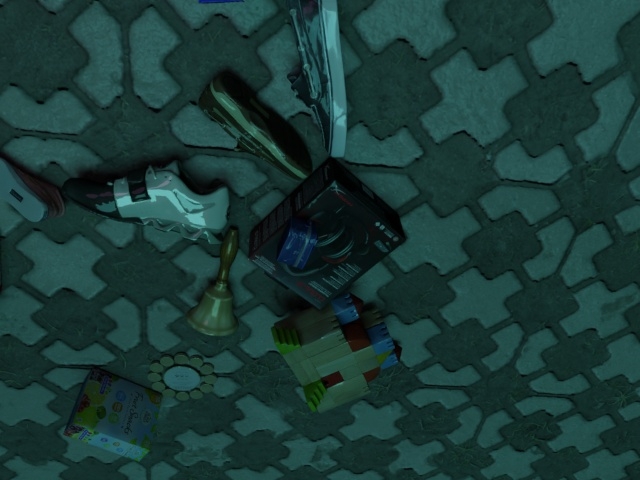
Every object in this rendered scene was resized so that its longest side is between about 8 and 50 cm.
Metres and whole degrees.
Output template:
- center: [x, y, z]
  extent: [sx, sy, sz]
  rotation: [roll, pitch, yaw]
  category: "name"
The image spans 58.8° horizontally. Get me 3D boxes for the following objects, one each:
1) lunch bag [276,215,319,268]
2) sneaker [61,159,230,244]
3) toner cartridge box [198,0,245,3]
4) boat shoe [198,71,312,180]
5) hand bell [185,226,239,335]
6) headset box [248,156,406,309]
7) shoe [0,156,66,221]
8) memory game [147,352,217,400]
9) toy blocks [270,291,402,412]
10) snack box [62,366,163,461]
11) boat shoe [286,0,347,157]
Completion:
- center: [-0.041, 0.002, 1.117]
  extent: [0.065, 0.067, 0.098]
  rotation: [19, 120, -13]
  category: "lunch bag"
- center: [-0.342, -0.104, 1.146]
  extent: [0.330, 0.122, 0.146]
  rotation: [13, 105, -11]
  category: "sneaker"
- center: [-0.155, -0.538, 0.805]
  extent: [0.075, 0.165, 0.348]
  rotation: [-3, 126, -2]
  category: "toner cartridge box"
- center: [-0.126, -0.205, 1.098]
  extent: [0.095, 0.095, 0.257]
  rotation: [-30, 117, 33]
  category: "boat shoe"
- center: [-0.221, 0.082, 1.295]
  extent: [0.126, 0.126, 0.242]
  rotation: [13, 111, -12]
  category: "hand bell"
- center: [0.000, 0.000, 1.227]
  extent: [0.218, 0.110, 0.293]
  rotation: [38, 115, -26]
  category: "headset box"
- center: [-0.599, -0.107, 1.147]
  extent: [0.178, 0.081, 0.063]
  rotation: [42, 103, 4]
  category: "shoe"
- center: [-0.370, 0.368, 1.526]
  extent: [0.186, 0.012, 0.186]
  rotation: [-2, 126, -3]
  category: "memory game"
- center: [0.063, 0.266, 1.382]
  extent: [0.260, 0.191, 0.381]
  rotation: [-23, 133, 1]
  category: "toy blocks"
- center: [-0.530, 0.450, 1.475]
  extent: [0.207, 0.175, 0.070]
  rotation: [31, 121, -24]
  category: "snack box"
- center: [-0.009, -0.291, 1.025]
  extent: [0.102, 0.108, 0.301]
  rotation: [-7, 123, 1]
  category: "boat shoe"
